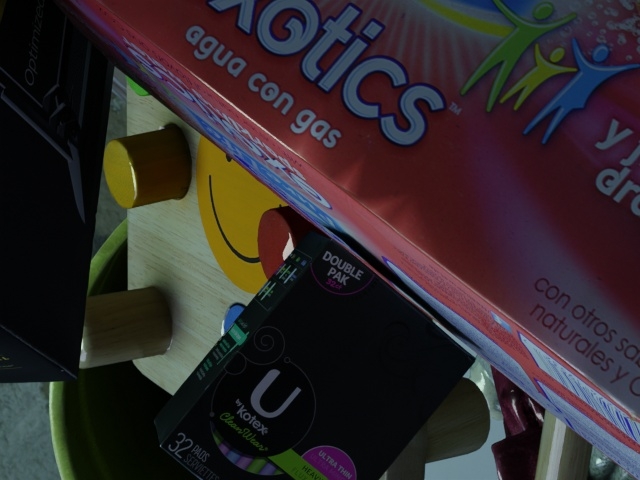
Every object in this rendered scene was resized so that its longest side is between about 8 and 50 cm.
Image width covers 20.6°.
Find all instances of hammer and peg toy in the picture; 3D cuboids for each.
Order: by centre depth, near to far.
[{"bbox_3d":[0.000,0.000,0.792,0.127,0.266,0.361,-9,-159,-31],"label":"hammer and peg toy"}]

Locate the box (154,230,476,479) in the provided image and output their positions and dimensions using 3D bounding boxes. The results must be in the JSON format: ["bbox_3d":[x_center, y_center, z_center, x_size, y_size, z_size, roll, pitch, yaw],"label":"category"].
[{"bbox_3d":[-0.003,0.048,0.558,0.062,0.083,0.052,40,177,-8],"label":"box"}]

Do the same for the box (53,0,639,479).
[{"bbox_3d":[0.044,-0.062,0.553,0.300,0.142,0.154,38,175,26],"label":"box"}]

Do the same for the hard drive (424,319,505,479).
[{"bbox_3d":[0.181,0.172,1.178,0.318,0.210,0.040,38,-174,-6],"label":"hard drive"}]

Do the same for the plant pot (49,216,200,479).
[{"bbox_3d":[-0.009,0.079,1.359,0.366,0.366,0.353,41,-174,-10],"label":"plant pot"}]

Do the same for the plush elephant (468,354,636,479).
[{"bbox_3d":[0.129,0.143,0.939,0.330,0.255,0.272,33,158,28],"label":"plush elephant"}]

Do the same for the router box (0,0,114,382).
[{"bbox_3d":[-0.150,-0.129,0.607,0.081,0.309,0.243,-3,158,17],"label":"router box"}]
